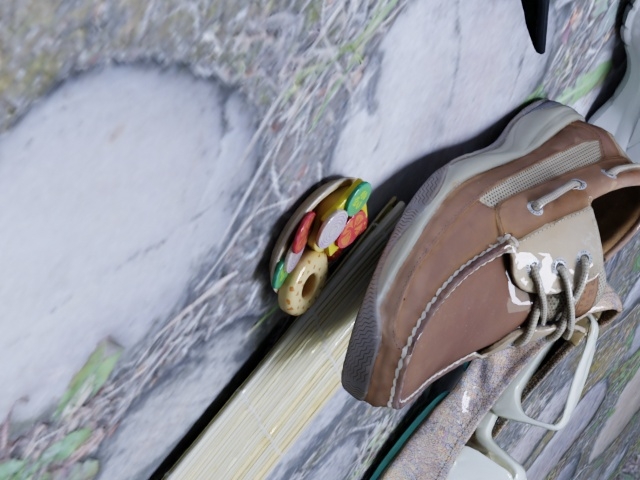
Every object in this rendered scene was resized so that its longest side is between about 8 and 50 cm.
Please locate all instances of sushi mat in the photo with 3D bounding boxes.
[{"bbox_3d":[-0.036,0.118,0.933,0.316,0.019,0.151,-50,157,-11],"label":"sushi mat"}]

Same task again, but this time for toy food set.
[{"bbox_3d":[0.000,0.000,0.828,0.083,0.020,0.082,-47,157,-18],"label":"toy food set"}]

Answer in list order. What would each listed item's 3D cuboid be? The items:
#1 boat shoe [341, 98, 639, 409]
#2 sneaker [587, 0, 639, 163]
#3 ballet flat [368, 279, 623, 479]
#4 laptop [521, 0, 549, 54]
[{"bbox_3d":[0.128,0.008,0.934,0.324,0.116,0.123,-42,153,-44],"label":"boat shoe"},{"bbox_3d":[0.291,-0.125,1.102,0.111,0.129,0.297,-38,152,-31],"label":"sneaker"},{"bbox_3d":[0.149,0.150,1.246,0.316,0.106,0.107,-55,159,3],"label":"ballet flat"},{"bbox_3d":[0.124,-0.252,0.547,0.264,0.136,0.234,-43,157,-16],"label":"laptop"}]
